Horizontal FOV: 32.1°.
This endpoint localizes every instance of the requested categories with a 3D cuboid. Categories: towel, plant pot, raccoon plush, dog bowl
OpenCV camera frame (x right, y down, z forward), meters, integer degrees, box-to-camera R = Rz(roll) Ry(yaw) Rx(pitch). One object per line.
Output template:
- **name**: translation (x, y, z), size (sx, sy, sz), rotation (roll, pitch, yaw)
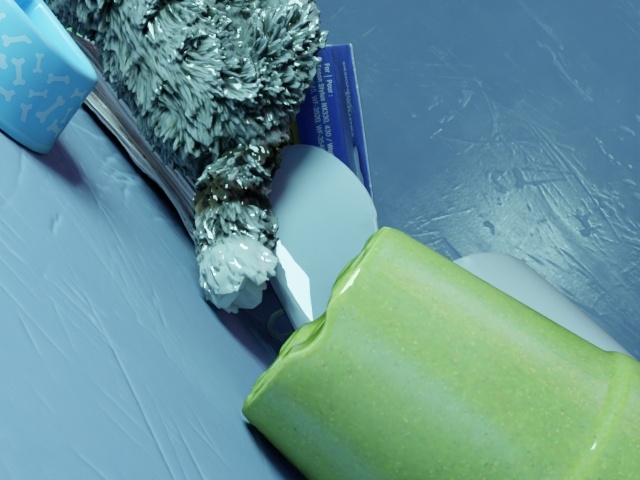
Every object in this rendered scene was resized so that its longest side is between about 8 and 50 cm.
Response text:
- **towel**: translation (-0.178, -0.100, 1.347), size (0.317, 0.053, 0.332), rotation (51, 4, 9)
- **plant pot**: translation (0.091, 0.133, 0.830), size (0.254, 0.276, 0.276), rotation (38, 4, 0)
- **raccoon plush**: translation (-0.162, -0.176, 1.076), size (0.299, 0.216, 0.446), rotation (24, 31, -26)
- **dog bowl**: translation (-0.286, -0.202, 0.899), size (0.297, 0.074, 0.166), rotation (50, 4, 21)

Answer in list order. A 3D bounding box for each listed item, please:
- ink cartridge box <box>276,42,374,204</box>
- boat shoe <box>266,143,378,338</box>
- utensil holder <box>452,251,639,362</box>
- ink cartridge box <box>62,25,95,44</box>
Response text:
- **ink cartridge box**: translation (-0.005, -0.077, 1.311), size (0.307, 0.072, 0.304), rotation (-135, -144, -77)
- **boat shoe**: translation (0.022, 0.080, 1.151), size (0.156, 0.136, 0.367), rotation (102, -33, -58)
- **utensil holder**: translation (0.313, 0.242, 1.681), size (0.327, 0.327, 0.385), rotation (47, 2, -39)
- **ink cartridge box**: translation (-0.321, -0.321, 1.563), size (0.212, 0.093, 0.154), rotation (51, 4, 30)
